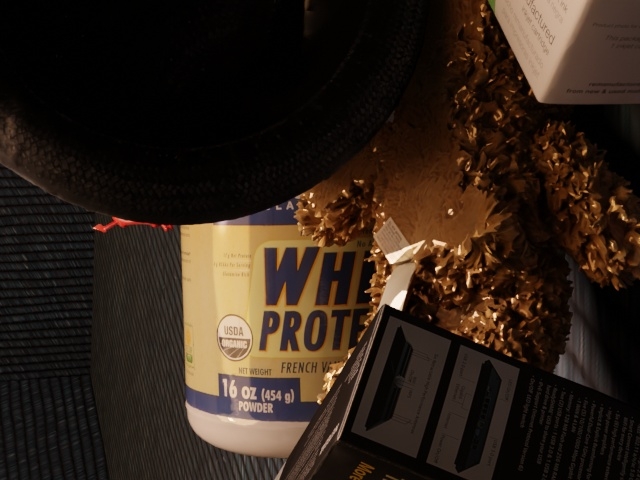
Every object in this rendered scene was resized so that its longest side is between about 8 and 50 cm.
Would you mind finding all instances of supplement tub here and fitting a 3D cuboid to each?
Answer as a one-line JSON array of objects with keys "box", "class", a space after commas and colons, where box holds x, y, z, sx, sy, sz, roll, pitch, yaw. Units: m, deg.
[{"box": [0.000, 0.000, 0.972, 0.228, 0.228, 0.316, -169, 77, -72], "class": "supplement tub"}]

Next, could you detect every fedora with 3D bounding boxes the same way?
[{"box": [-0.093, -0.141, 0.780, 0.152, 0.334, 0.334, 120, 143, -65], "class": "fedora"}]

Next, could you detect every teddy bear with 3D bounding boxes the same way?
[{"box": [0.095, -0.006, 0.763, 0.245, 0.113, 0.338, -28, 56, 34], "class": "teddy bear"}]

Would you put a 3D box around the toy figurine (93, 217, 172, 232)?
[{"box": [-0.169, -0.129, 1.594, 0.217, 0.191, 0.362, 52, -153, -57], "class": "toy figurine"}]

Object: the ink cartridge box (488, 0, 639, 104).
[{"box": [0.165, -0.206, 0.637, 0.219, 0.093, 0.160, 106, 155, -47], "class": "ink cartridge box"}]

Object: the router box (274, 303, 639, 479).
[{"box": [0.092, 0.179, 0.668, 0.309, 0.243, 0.081, 114, 178, -57], "class": "router box"}]
